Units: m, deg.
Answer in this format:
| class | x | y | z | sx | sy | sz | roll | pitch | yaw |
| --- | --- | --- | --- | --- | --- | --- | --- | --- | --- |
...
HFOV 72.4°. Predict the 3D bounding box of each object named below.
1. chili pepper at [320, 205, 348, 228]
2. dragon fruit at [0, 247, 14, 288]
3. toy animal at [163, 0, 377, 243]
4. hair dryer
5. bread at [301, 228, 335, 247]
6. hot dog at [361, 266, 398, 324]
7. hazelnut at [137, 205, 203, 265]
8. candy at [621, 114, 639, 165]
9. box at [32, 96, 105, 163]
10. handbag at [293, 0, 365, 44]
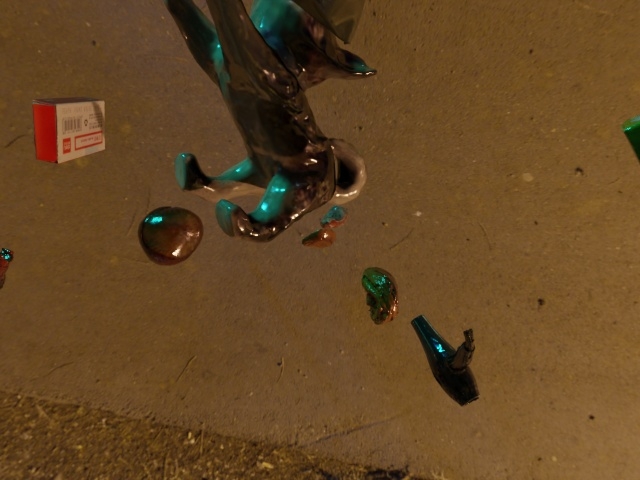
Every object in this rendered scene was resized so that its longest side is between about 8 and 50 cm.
| class | x | y | z | sx | sy | sz | roll | pitch | yaw |
| --- | --- | --- | --- | --- | --- | --- | --- | --- | --- |
| chili pepper | 0.030 | -0.046 | 0.953 | 0.050 | 0.153 | 0.041 | -31 | 100 | 21 |
| dragon fruit | -0.442 | 0.043 | 0.549 | 0.063 | 0.131 | 0.097 | 24 | 127 | -22 |
| toy animal | -0.043 | -0.194 | 0.608 | 0.302 | 0.194 | 0.344 | -12 | 111 | -38 |
| hair dryer | 0.249 | 0.199 | 0.828 | 0.075 | 0.219 | 0.195 | -22 | 59 | -13 |
| bread | 0.000 | 0.000 | 1.750 | 0.126 | 0.129 | 0.044 | -29 | 69 | 28 |
| hot dog | 0.178 | 0.153 | 1.259 | 0.099 | 0.227 | 0.160 | -11 | 87 | 13 |
| hazelnut | -0.537 | -0.021 | 1.580 | 0.229 | 0.229 | 0.229 | 0 | 97 | 2 |
| candy | 0.499 | -0.146 | 0.537 | 0.194 | 0.062 | 0.097 | -26 | 99 | 38 |
| box | -0.548 | -0.251 | 0.971 | 0.050 | 0.229 | 0.123 | 9 | 110 | -4 |
| handbag | -0.040 | -0.326 | 0.295 | 0.109 | 0.316 | 0.253 | 11 | 90 | 42 |
